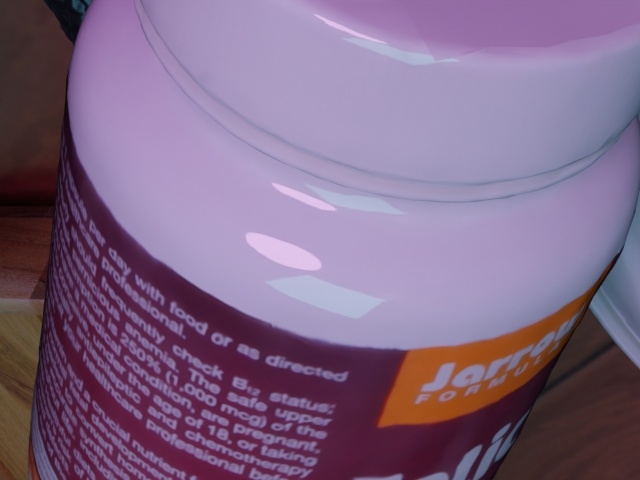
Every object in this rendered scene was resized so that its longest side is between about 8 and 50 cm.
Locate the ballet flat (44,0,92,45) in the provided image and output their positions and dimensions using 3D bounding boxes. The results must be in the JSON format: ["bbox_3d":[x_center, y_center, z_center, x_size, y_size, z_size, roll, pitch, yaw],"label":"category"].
[{"bbox_3d":[-0.096,-0.107,0.731,0.057,0.049,0.173,-27,119,3],"label":"ballet flat"}]

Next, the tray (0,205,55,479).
[{"bbox_3d":[-0.161,0.137,0.991,0.202,0.076,0.411,1,139,23],"label":"tray"}]

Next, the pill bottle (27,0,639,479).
[{"bbox_3d":[0.000,0.000,0.648,0.224,0.224,0.392,11,139,-6],"label":"pill bottle"}]

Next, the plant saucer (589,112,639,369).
[{"bbox_3d":[0.276,-0.049,0.614,0.400,0.100,0.400,5,113,11],"label":"plant saucer"}]
